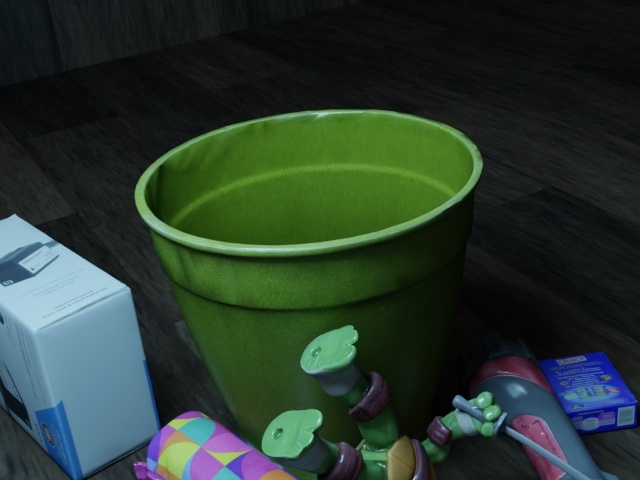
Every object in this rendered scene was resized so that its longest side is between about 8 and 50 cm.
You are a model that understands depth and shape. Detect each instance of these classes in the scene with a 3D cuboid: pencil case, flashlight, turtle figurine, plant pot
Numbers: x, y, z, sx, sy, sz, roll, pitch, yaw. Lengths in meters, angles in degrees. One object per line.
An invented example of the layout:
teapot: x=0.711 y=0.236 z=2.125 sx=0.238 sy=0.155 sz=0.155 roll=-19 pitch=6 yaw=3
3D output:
pencil case: x=-0.088 y=0.271 z=0.989 sx=0.236 sy=0.104 sz=0.104 roll=21 pitch=38 yaw=40
flashlight: x=0.235 y=0.226 z=1.022 sx=0.103 sy=0.103 sz=0.304 roll=18 pitch=26 yaw=-19
turtle figurine: x=0.097 y=0.212 z=0.869 sx=0.198 sy=0.266 sz=0.275 roll=-47 pitch=27 yaw=-1
plant pot: x=0.003 y=0.078 z=1.069 sx=0.367 sy=0.352 sz=0.366 roll=-5 pitch=27 yaw=2

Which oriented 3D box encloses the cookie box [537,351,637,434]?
cookie box: x=0.321 y=0.185 z=1.135 sx=0.092 sy=0.040 sz=0.107 roll=-8 pitch=28 yaw=-2

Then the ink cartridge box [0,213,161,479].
ink cartridge box: x=-0.353 y=0.126 z=1.193 sx=0.129 sy=0.223 sz=0.307 roll=-27 pitch=34 yaw=-33
